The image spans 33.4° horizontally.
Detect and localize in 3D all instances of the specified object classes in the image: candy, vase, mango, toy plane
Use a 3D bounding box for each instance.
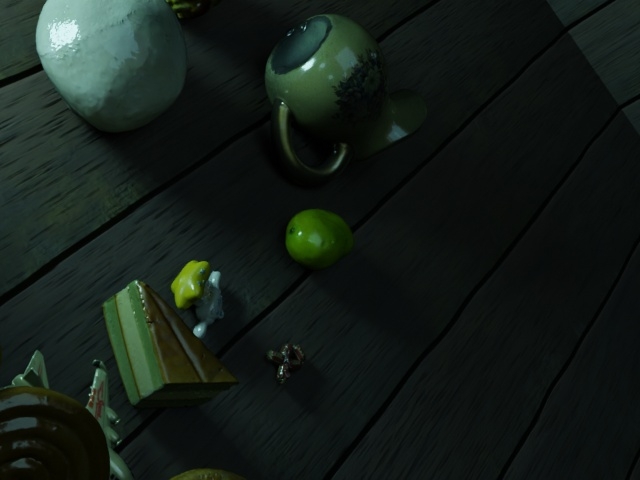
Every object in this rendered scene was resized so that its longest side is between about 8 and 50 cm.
[{"bbox_3d":[-0.344,-0.329,1.806,0.295,0.185,0.296,27,50,-38],"label":"candy"},{"bbox_3d":[0.022,-0.255,2.124,0.302,0.240,0.329,45,69,-34],"label":"vase"},{"bbox_3d":[-0.004,-0.005,2.023,0.117,0.089,0.163,52,29,5],"label":"mango"},{"bbox_3d":[-0.348,0.278,1.492,0.256,0.104,0.242,54,39,-5],"label":"toy plane"}]

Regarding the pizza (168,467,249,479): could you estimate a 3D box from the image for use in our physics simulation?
[{"bbox_3d":[-0.194,0.409,1.599,0.127,0.058,0.246,56,39,-1],"label":"pizza"}]

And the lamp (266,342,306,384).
[{"bbox_3d":[-0.055,0.212,1.878,0.083,0.031,0.063,-22,83,-53],"label":"lamp"}]

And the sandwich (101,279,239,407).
[{"bbox_3d":[-0.236,0.162,1.665,0.144,0.117,0.187,0,65,-47],"label":"sandwich"}]

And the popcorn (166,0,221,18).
[{"bbox_3d":[-0.240,-0.520,2.016,0.169,0.189,0.218,48,43,-16],"label":"popcorn"}]

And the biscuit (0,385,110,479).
[{"bbox_3d":[-0.392,0.314,1.367,0.261,0.037,0.262,-9,108,-31],"label":"biscuit"}]

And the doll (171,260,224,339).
[{"bbox_3d":[-0.202,0.102,1.784,0.113,0.071,0.135,29,52,-54],"label":"doll"}]

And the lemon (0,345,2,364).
[{"bbox_3d":[-0.510,0.136,1.358,0.257,0.188,0.188,52,41,-18],"label":"lemon"}]
